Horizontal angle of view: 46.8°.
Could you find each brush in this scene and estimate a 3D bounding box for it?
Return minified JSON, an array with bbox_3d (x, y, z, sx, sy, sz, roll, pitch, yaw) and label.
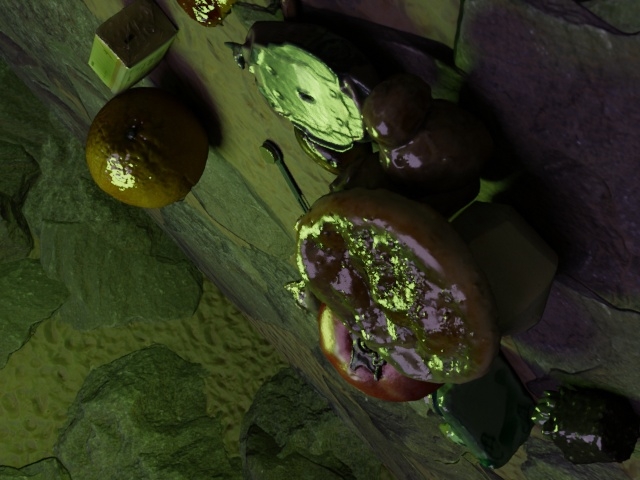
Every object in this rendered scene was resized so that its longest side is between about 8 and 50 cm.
[{"bbox_3d":[-0.077,-0.137,1.831,0.062,0.027,0.266,22,150,50],"label":"brush"}]

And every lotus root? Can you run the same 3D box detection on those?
[{"bbox_3d":[0.019,-0.197,1.374,0.209,0.120,0.120,45,162,8],"label":"lotus root"}]

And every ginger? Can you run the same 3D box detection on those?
[{"bbox_3d":[0.146,-0.123,1.127,0.244,0.155,0.304,5,144,-7],"label":"ginger"}]

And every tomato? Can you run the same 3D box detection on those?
[{"bbox_3d":[0.166,0.160,1.489,0.293,0.289,0.325,28,117,23],"label":"tomato"}]

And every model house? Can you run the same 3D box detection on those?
[{"bbox_3d":[0.309,0.368,1.773,0.267,0.194,0.325,53,158,-22],"label":"model house"}]

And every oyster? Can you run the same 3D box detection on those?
[{"bbox_3d":[0.082,0.183,1.944,0.360,0.096,0.222,9,123,18],"label":"oyster"}]

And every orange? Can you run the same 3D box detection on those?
[{"bbox_3d":[-0.459,-0.242,1.951,0.322,0.322,0.357,46,178,1],"label":"orange"}]

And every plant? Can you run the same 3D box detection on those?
[{"bbox_3d":[0.512,0.362,1.444,0.132,0.129,0.194,51,158,-16],"label":"plant"}]

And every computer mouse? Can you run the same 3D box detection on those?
[{"bbox_3d":[-0.018,-0.283,1.259,0.389,0.115,0.200,32,149,35],"label":"computer mouse"}]

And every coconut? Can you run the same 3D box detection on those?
[{"bbox_3d":[0.269,0.062,1.213,0.241,0.241,0.241,40,161,17],"label":"coconut"}]

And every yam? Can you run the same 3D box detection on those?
[{"bbox_3d":[-0.049,-0.381,1.263,0.032,0.032,0.145,37,161,25],"label":"yam"}]

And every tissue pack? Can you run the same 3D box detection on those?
[{"bbox_3d":[-0.449,-0.459,1.754,0.125,0.159,0.234,50,161,-11],"label":"tissue pack"}]

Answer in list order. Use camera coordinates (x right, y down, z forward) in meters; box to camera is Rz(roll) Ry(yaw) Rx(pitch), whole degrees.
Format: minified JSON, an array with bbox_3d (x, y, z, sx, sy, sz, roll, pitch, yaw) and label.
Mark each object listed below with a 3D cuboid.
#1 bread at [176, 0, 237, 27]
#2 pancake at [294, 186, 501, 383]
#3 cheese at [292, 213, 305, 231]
[{"bbox_3d":[-0.187,-0.469,1.306,0.139,0.077,0.271,48,159,-14],"label":"bread"},{"bbox_3d":[0.111,0.083,1.148,0.386,0.082,0.387,31,146,24],"label":"pancake"},{"bbox_3d":[0.044,0.023,1.813,0.250,0.064,0.157,36,128,1],"label":"cheese"}]
